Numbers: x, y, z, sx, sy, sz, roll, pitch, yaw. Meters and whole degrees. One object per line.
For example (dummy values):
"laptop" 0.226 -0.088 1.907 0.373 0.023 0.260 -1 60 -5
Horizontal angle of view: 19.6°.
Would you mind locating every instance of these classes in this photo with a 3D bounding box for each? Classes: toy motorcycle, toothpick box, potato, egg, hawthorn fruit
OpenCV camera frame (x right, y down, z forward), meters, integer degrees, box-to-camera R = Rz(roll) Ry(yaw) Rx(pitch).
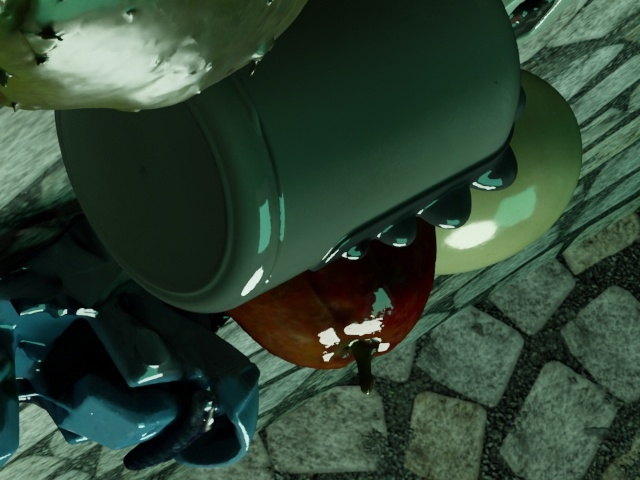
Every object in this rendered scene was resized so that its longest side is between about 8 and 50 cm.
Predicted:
"toy motorcycle" -0.197 0.112 1.491 0.416 0.232 0.172 -21 165 -45
"toothpick box" 0.006 -0.091 1.259 0.316 0.229 0.229 -26 165 -36
"potato" -0.104 -0.148 0.975 0.296 0.141 0.191 -15 155 -51
"egg" 0.132 -0.064 1.787 0.253 0.188 0.188 -28 171 22
"hawthorn fruit" 0.000 0.000 1.510 0.224 0.261 0.224 -27 161 -10

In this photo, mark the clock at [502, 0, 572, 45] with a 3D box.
"clock" 0.167 -0.214 1.619 0.244 0.056 0.244 -32 168 -8
